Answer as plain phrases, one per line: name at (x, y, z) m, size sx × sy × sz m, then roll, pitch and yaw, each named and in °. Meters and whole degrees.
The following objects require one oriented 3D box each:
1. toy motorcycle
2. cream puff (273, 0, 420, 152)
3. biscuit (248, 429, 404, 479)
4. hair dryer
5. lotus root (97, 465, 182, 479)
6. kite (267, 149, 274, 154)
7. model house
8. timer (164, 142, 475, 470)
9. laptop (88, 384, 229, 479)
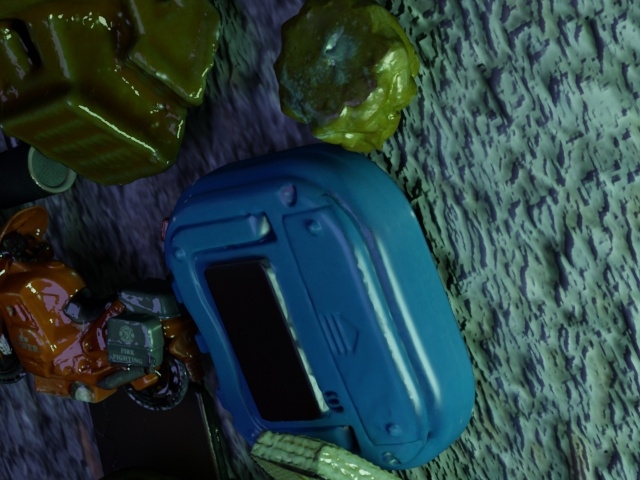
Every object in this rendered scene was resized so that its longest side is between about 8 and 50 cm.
toy motorcycle at (-0.277, 0.075, 1.850) m, size 0.325 × 0.148 × 0.221 m, roll 6°, pitch 108°, yaw 27°
cream puff at (0.033, -0.155, 1.513) m, size 0.146 × 0.116 × 0.146 m, roll -5°, pitch 79°, yaw 28°
biscuit at (0.044, 0.263, 1.626) m, size 0.150 × 0.052 × 0.252 m, roll 10°, pitch 155°, yaw 35°
hair dryer at (-0.375, -0.165, 1.917) m, size 0.128 × 0.070 × 0.255 m, roll -17°, pitch 90°, yaw 46°
lotus root at (-0.159, 0.381, 1.830) m, size 0.346 × 0.250 × 0.250 m, roll 12°, pitch 116°, yaw 43°
kite at (0.000, 0.000, 1.676) m, size 0.160 × 0.010 × 0.183 m, roll 25°, pitch 127°, yaw 28°
model house at (-0.216, -0.176, 1.674) m, size 0.268 × 0.173 × 0.239 m, roll -13°, pitch 100°, yaw 43°
timer at (-0.009, 0.079, 1.641) m, size 0.309 × 0.115 × 0.340 m, roll -9°, pitch 107°, yaw 46°
laptop at (-0.195, 0.234, 1.952) m, size 0.207 × 0.026 × 0.154 m, roll 0°, pitch 107°, yaw 41°
